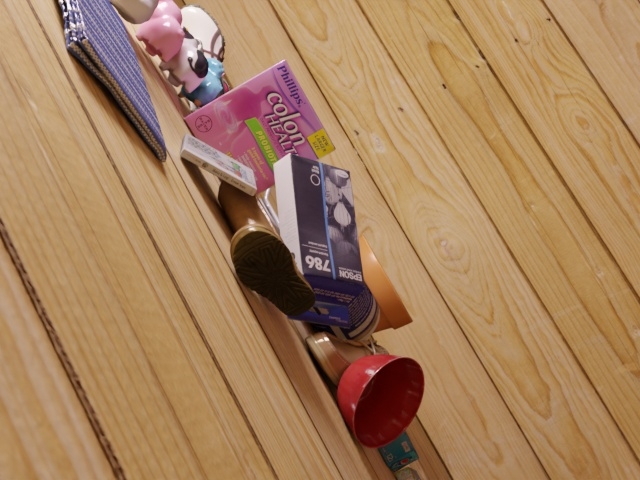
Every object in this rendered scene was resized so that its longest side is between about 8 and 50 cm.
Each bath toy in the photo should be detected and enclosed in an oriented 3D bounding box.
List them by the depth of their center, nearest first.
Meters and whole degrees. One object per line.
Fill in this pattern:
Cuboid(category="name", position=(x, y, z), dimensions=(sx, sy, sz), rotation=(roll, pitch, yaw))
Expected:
Cuboid(category="bath toy", position=(-0.309, -0.429, 1.706), dimensions=(0.151, 0.129, 0.348), rotation=(34, -12, 31))

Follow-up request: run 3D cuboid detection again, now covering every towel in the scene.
Cuboid(category="towel", position=(-0.319, -0.293, 1.204), dimensions=(0.336, 0.040, 0.243), rotation=(65, 3, 38))

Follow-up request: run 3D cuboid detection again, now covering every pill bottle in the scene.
Cuboid(category="pill bottle", position=(0.016, 0.102, 1.810), dimensions=(0.265, 0.153, 0.153), rotation=(58, 3, -40))

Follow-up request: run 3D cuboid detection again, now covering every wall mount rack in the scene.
Cuboid(category="wall mount rack", position=(-0.069, -0.068, 2.289), dimensions=(0.304, 0.130, 0.350), rotation=(62, 2, 33))

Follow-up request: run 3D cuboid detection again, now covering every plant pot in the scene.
Cuboid(category="plant pot", position=(0.109, 0.157, 2.407), dimensions=(0.291, 0.203, 0.291), rotation=(59, 2, -4))

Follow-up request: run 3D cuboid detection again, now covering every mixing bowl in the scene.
Cuboid(category="mixing bowl", position=(0.098, 0.283, 1.555), dimensions=(0.098, 0.181, 0.181), rotation=(25, -25, 46))

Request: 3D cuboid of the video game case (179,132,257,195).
Cuboid(category="video game case", position=(-0.180, -0.136, 1.473), dimensions=(0.143, 0.019, 0.157), rotation=(29, 11, -15))

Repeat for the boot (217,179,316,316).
Cuboid(category="boot", position=(-0.122, -0.018, 1.413), dimensions=(0.269, 0.089, 0.236), rotation=(59, -1, 42))

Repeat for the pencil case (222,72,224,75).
Cuboid(category="pencil case", position=(-0.328, -0.465, 2.039), dimensions=(0.209, 0.098, 0.095), rotation=(56, 22, -31))

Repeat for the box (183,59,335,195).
Cuboid(category="box", position=(-0.125, -0.227, 1.757), dimensions=(0.213, 0.243, 0.117), rotation=(60, 2, -10))

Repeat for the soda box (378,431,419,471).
Cuboid(category="soda box", position=(0.137, 0.397, 1.840), dimensions=(0.210, 0.067, 0.071), rotation=(63, 4, 33))

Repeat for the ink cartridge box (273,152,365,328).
Cuboid(category="ink cartridge box", position=(0.000, 0.000, 1.643), dimensions=(0.165, 0.065, 0.333), rotation=(12, 62, -39))

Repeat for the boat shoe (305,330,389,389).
Cuboid(category="boat shoe", position=(0.082, 0.243, 1.679), dimensions=(0.122, 0.110, 0.341), rotation=(57, 9, 34))

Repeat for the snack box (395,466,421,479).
Cuboid(category="snack box", position=(0.212, 0.556, 1.841), dimensions=(0.100, 0.037, 0.141), rotation=(60, 2, 23))

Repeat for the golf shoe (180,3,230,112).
Cuboid(category="golf shoe", position=(-0.279, -0.415, 1.929), dimensions=(0.120, 0.105, 0.273), rotation=(-29, 107, -70))
